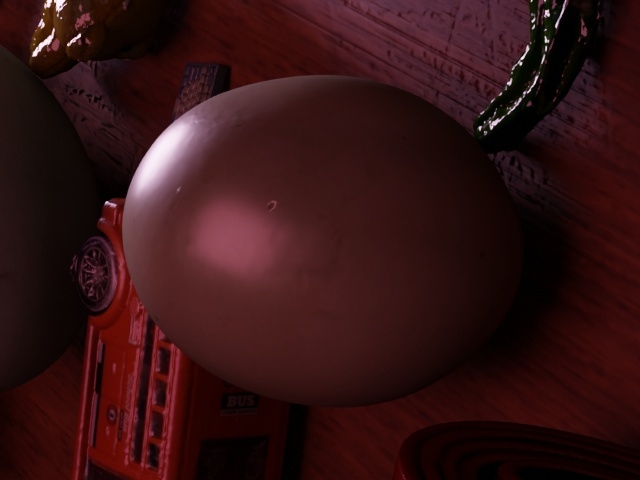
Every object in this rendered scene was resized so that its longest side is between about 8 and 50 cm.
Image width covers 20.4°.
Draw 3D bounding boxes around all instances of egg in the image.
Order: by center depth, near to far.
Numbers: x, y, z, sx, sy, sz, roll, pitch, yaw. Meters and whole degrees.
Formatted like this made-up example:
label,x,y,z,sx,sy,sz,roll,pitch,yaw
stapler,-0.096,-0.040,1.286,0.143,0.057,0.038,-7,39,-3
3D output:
label,x,y,z,sx,sy,sz,roll,pitch,yaw
egg,0.000,0.000,1.162,0.269,0.219,0.219,16,104,18
egg,-0.335,-0.035,1.531,0.389,0.276,0.276,55,129,37

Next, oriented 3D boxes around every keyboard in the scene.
label,x,y,z,sx,sy,sz,roll,pitch,yaw
keyboard,-0.114,-0.059,1.440,0.055,0.014,0.176,12,87,55

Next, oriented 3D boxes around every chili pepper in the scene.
label,x,y,z,sx,sy,sz,roll,pitch,yaw
chili pepper,0.140,-0.127,1.131,0.073,0.050,0.182,36,120,37

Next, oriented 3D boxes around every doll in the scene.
label,x,y,z,sx,sy,sz,roll,pitch,yaw
doll,-0.189,-0.191,1.521,0.137,0.097,0.209,-60,21,-12

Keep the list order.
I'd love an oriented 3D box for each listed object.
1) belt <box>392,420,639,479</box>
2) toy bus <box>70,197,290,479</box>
label,x,y,z,sx,sy,sz,roll,pitch,yaw
belt,0.176,0.206,0.951,0.324,0.227,0.115,24,112,35
toy bus,-0.103,0.139,1.355,0.153,0.143,0.329,17,101,50
